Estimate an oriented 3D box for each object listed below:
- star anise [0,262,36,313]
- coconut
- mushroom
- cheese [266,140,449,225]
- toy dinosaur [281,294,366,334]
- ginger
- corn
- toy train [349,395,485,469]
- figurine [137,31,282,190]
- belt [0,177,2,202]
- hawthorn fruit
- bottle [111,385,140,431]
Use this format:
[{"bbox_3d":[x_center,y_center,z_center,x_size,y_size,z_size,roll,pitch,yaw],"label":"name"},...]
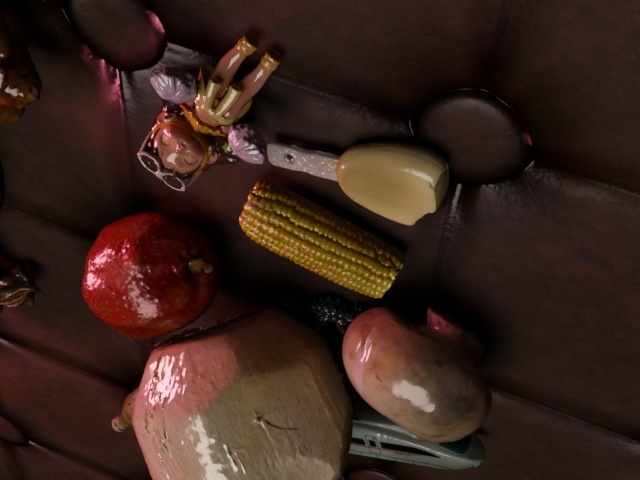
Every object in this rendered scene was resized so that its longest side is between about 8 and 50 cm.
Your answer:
[{"bbox_3d":[-0.658,0.074,1.855,0.220,0.099,0.214,12,152,-13],"label":"star anise"},{"bbox_3d":[-0.119,0.306,1.558,0.346,0.346,0.360,-15,95,42],"label":"coconut"},{"bbox_3d":[0.143,0.189,1.432,0.255,0.255,0.184,32,98,-5],"label":"mushroom"},{"bbox_3d":[0.046,-0.089,1.282,0.255,0.050,0.127,14,142,20],"label":"cheese"},{"bbox_3d":[0.011,0.114,1.534,0.154,0.049,0.055,10,142,14],"label":"toy dinosaur"},{"bbox_3d":[-0.545,-0.272,1.348,0.357,0.152,0.274,11,140,23],"label":"ginger"},{"bbox_3d":[0.000,0.000,1.377,0.244,0.093,0.093,27,142,1],"label":"corn"},{"bbox_3d":[0.091,0.327,1.706,0.407,0.086,0.088,4,130,28],"label":"toy train"},{"bbox_3d":[-0.144,-0.167,1.254,0.175,0.116,0.240,36,136,-14],"label":"figurine"},{"bbox_3d":[-0.712,-0.096,1.638,0.300,0.173,0.436,27,143,-4],"label":"belt"},{"bbox_3d":[-0.250,0.052,1.508,0.253,0.205,0.205,-9,130,35],"label":"hawthorn fruit"},{"bbox_3d":[-0.384,0.361,2.033,0.083,0.083,0.270,37,143,-11],"label":"bottle"}]
